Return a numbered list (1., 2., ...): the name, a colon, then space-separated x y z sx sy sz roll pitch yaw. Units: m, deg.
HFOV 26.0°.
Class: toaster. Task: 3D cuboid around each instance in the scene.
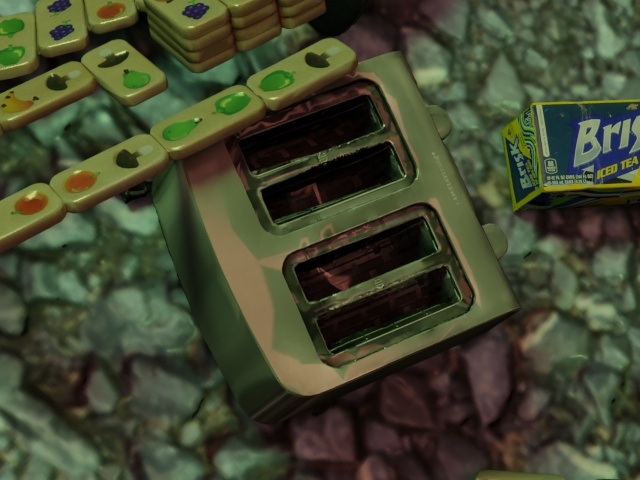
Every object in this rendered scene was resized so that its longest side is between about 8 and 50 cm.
1. toaster: 0.000 0.000 0.780 0.185 0.110 0.168 -21 81 -18

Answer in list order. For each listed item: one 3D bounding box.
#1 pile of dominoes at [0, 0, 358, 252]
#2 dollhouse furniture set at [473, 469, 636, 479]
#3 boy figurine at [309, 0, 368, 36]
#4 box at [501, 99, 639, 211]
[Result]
1. pile of dominoes: -0.121 -0.104 0.751 0.251 0.040 0.196 -29 44 -19
2. dollhouse furniture set: 0.159 0.177 0.822 0.151 0.058 0.076 2 83 6
3. boy figurine: 0.070 -0.265 0.876 0.177 0.092 0.285 42 70 -1
4. box: 0.204 -0.055 0.875 0.169 0.054 0.059 -3 77 -16
